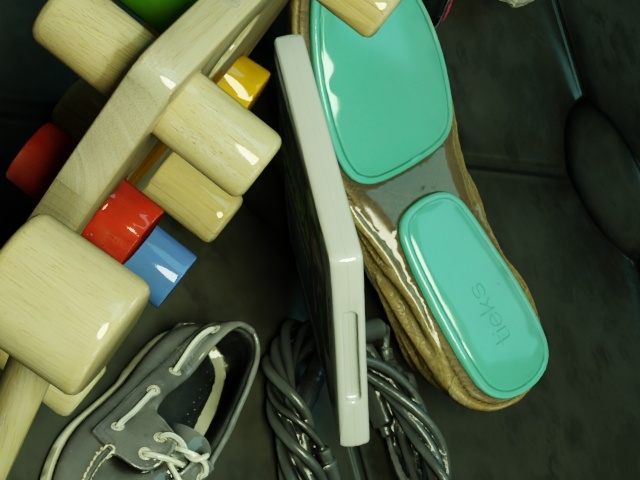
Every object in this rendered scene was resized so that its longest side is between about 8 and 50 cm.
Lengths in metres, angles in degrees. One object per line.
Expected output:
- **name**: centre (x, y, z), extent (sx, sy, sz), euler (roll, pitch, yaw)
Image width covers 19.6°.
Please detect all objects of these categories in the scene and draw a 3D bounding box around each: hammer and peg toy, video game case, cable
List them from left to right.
- **hammer and peg toy**: centre (-0.114, -0.029, 0.929), extent (0.127, 0.266, 0.361), euler (38, 38, -2)
- **video game case**: centre (0.000, 0.000, 1.125), extent (0.173, 0.022, 0.190), euler (87, -8, -47)
- **cable**: centre (0.026, 0.135, 1.191), extent (0.150, 0.047, 0.184), euler (9, 65, -52)

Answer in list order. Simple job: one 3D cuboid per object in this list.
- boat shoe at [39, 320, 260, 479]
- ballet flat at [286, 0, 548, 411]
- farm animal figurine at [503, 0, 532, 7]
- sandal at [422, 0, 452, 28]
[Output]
- **boat shoe**: centre (-0.091, 0.112, 1.024), extent (0.075, 0.065, 0.206), euler (54, 36, -19)
- **ballet flat**: centre (0.047, -0.041, 1.260), extent (0.116, 0.124, 0.342), euler (-30, 101, -25)
- **farm animal figurine**: centre (0.128, -0.402, 1.558), extent (0.327, 0.172, 0.330), euler (63, 32, -33)
- **sandal**: centre (0.080, -0.195, 1.469), extent (0.067, 0.040, 0.179), euler (50, 37, -24)
